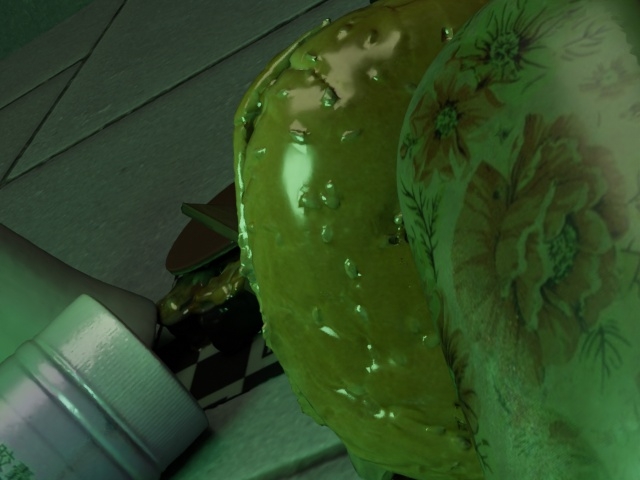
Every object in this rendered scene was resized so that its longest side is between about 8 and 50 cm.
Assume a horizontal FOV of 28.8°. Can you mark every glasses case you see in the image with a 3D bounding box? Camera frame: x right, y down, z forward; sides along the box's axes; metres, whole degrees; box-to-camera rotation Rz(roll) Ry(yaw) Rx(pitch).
[{"bbox_3d":[0.136,0.079,0.471,0.156,0.098,0.425,-43,50,38],"label":"glasses case"}]

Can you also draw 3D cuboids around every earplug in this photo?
[{"bbox_3d":[-0.311,0.044,1.091,0.172,0.301,0.172,-42,24,24],"label":"earplug"}]

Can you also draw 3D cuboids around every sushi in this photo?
[{"bbox_3d":[-0.034,-0.008,1.139,0.343,0.064,0.359,-28,25,20],"label":"sushi"}]

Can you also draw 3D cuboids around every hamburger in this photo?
[{"bbox_3d":[0.087,-0.001,0.693,0.259,0.283,0.144,-23,15,-11],"label":"hamburger"}]

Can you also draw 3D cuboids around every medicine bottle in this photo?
[{"bbox_3d":[-0.224,0.177,0.953,0.254,0.152,0.152,-44,25,-14],"label":"medicine bottle"}]

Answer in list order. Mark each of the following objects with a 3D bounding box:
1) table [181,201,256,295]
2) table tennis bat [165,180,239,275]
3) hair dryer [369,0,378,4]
[{"bbox_3d":[0.000,0.000,0.923,0.167,0.167,0.226,-43,29,-13],"label":"table"},{"bbox_3d":[-0.049,-0.037,1.114,0.246,0.022,0.138,-26,25,39],"label":"table tennis bat"},{"bbox_3d":[0.065,-0.174,1.266,0.219,0.124,0.071,-46,17,21],"label":"hair dryer"}]
